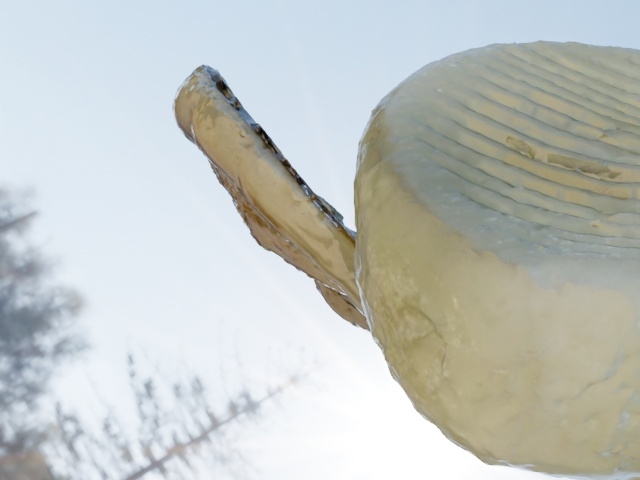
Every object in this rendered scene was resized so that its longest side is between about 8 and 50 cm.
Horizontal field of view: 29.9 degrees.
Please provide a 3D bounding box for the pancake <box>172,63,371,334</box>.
[{"bbox_3d":[-0.001,-0.001,1.103,0.387,0.082,0.387,46,0,0],"label":"pancake"}]

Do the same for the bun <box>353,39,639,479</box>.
[{"bbox_3d":[0.182,0.024,0.816,0.348,0.352,0.227,20,-52,12],"label":"bun"}]
